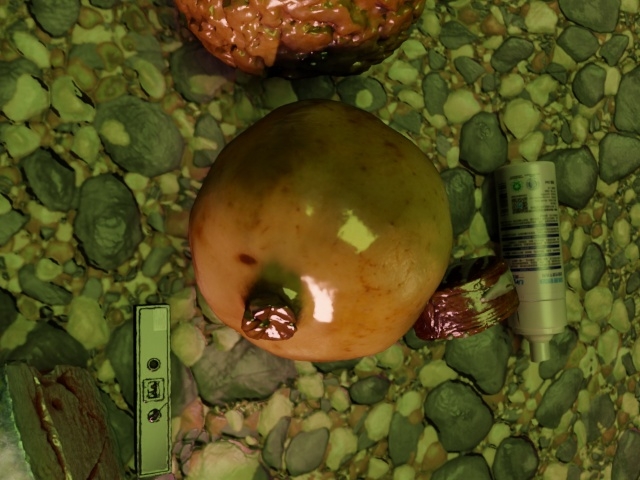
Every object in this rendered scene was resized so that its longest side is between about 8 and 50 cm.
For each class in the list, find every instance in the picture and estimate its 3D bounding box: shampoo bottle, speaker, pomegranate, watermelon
[{"bbox_3d":[0.329,0.035,0.831,0.092,0.092,0.304,-4,88,-23],"label":"shampoo bottle"},{"bbox_3d":[-0.195,0.170,0.622,0.040,0.046,0.191,0,87,-24],"label":"speaker"},{"bbox_3d":[0.001,-0.015,0.604,0.307,0.307,0.308,2,86,-23],"label":"pomegranate"},{"bbox_3d":[-0.313,0.220,0.536,0.261,0.201,0.213,-18,96,20],"label":"watermelon"}]

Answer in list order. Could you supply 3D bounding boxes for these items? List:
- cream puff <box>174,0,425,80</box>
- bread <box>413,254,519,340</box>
[{"bbox_3d":[-0.006,-0.295,0.581,0.327,0.342,0.231,-15,103,-48],"label":"cream puff"},{"bbox_3d":[0.189,0.076,0.737,0.160,0.160,0.073,-26,92,-22],"label":"bread"}]
